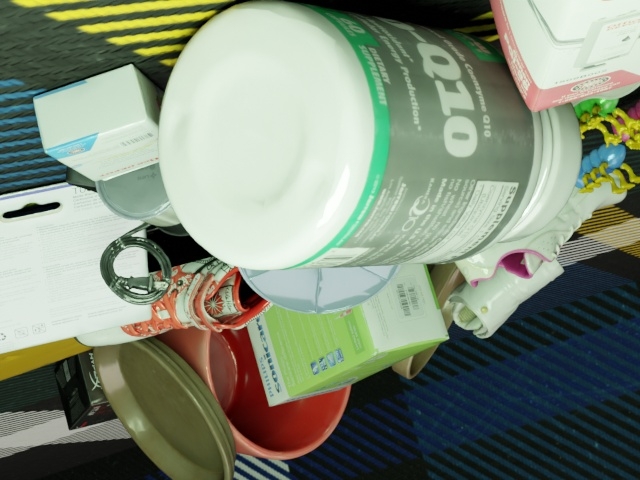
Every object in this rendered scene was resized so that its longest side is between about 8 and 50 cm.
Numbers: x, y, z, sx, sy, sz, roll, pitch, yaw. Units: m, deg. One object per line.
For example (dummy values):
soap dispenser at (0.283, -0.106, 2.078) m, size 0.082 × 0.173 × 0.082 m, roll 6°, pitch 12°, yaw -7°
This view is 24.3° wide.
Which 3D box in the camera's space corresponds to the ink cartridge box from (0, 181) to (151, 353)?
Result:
ink cartridge box at (-0.287, 0.016, 1.507) m, size 0.223 × 0.045 × 0.224 m, roll -12°, pitch 137°, yaw -14°

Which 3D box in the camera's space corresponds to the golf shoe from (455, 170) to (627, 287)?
golf shoe at (0.295, -0.020, 2.016) m, size 0.306 × 0.140 × 0.115 m, roll -13°, pitch 167°, yaw -23°

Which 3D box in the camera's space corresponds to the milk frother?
milk frother at (-0.162, -0.019, 1.371) m, size 0.129 × 0.143 × 0.135 m, roll -11°, pitch 172°, yaw 11°

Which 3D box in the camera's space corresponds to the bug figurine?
bug figurine at (0.304, -0.115, 1.739) m, size 0.279 × 0.072 × 0.216 m, roll 2°, pitch 153°, yaw -44°

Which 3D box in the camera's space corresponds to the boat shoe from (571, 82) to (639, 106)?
boat shoe at (0.279, -0.166, 1.544) m, size 0.125 × 0.038 × 0.046 m, roll -20°, pitch 127°, yaw -8°

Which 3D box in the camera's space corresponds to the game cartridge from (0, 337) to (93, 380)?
game cartridge at (-0.425, 0.136, 2.005) m, size 0.324 × 0.052 × 0.285 m, roll -20°, pitch 168°, yaw 6°

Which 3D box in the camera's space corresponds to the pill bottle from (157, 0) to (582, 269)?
pill bottle at (0.056, -0.080, 1.229) m, size 0.204 × 0.204 × 0.361 m, roll -24°, pitch 166°, yaw 35°

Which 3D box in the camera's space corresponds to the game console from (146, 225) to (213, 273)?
game console at (-0.273, 0.020, 1.659) m, size 0.361 × 0.044 × 0.213 m, roll -14°, pitch 168°, yaw -6°

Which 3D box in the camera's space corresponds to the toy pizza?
toy pizza at (0.000, 0.000, 1.715) m, size 0.201 × 0.032 × 0.201 m, roll -2°, pitch 125°, yaw -3°

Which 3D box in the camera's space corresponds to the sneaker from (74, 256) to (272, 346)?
sneaker at (-0.175, 0.072, 1.793) m, size 0.270 × 0.090 × 0.145 m, roll -20°, pitch -162°, yaw -6°

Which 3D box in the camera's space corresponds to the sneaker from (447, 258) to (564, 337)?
sneaker at (0.255, 0.056, 2.197) m, size 0.169 × 0.108 × 0.292 m, roll -40°, pitch -179°, yaw 3°

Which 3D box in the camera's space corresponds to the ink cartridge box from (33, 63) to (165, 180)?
ink cartridge box at (-0.172, -0.095, 1.226) m, size 0.088 × 0.052 × 0.122 m, roll -17°, pitch 167°, yaw 7°

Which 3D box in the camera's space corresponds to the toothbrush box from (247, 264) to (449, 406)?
toothbrush box at (0.016, 0.076, 1.916) m, size 0.122 × 0.206 × 0.283 m, roll -9°, pitch 166°, yaw -34°

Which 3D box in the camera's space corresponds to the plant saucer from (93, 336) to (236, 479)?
plant saucer at (-0.209, 0.232, 2.034) m, size 0.041 × 0.278 × 0.278 m, roll -37°, pitch 180°, yaw -29°

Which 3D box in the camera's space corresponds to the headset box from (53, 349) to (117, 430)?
headset box at (-0.259, 0.203, 2.377) m, size 0.293 × 0.110 × 0.218 m, roll -12°, pitch 167°, yaw -23°

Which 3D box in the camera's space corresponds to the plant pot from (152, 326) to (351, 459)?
plant pot at (-0.131, 0.185, 2.149) m, size 0.275 × 0.275 × 0.243 m, roll -6°, pitch 175°, yaw -42°

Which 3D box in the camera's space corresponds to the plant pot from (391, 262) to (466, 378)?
plant pot at (0.143, 0.079, 2.229) m, size 0.237 × 0.110 × 0.237 m, roll -55°, pitch 164°, yaw -24°

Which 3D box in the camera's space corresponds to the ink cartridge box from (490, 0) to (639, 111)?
ink cartridge box at (0.245, -0.210, 1.086) m, size 0.207 × 0.117 × 0.283 m, roll -16°, pitch 169°, yaw -1°
